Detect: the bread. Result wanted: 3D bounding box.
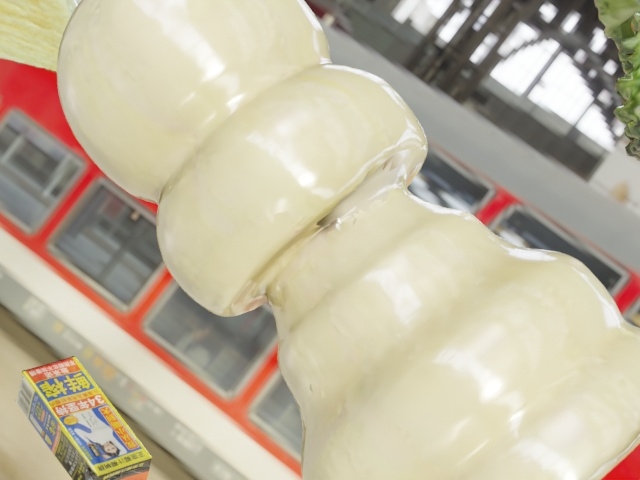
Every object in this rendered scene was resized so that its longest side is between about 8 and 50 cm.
[{"bbox_3d":[-0.242,-0.180,0.926,0.193,0.036,0.112,13,-46,4],"label":"bread"}]

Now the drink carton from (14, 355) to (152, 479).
[{"bbox_3d":[-0.255,0.202,1.510,0.071,0.056,0.166,-16,49,-36],"label":"drink carton"}]

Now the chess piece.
[{"bbox_3d":[0.000,0.000,0.615,0.300,0.167,0.167,49,-1,10],"label":"chess piece"}]

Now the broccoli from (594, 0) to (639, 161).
[{"bbox_3d":[0.364,-0.194,1.135,0.277,0.338,0.317,-8,-4,8],"label":"broccoli"}]
